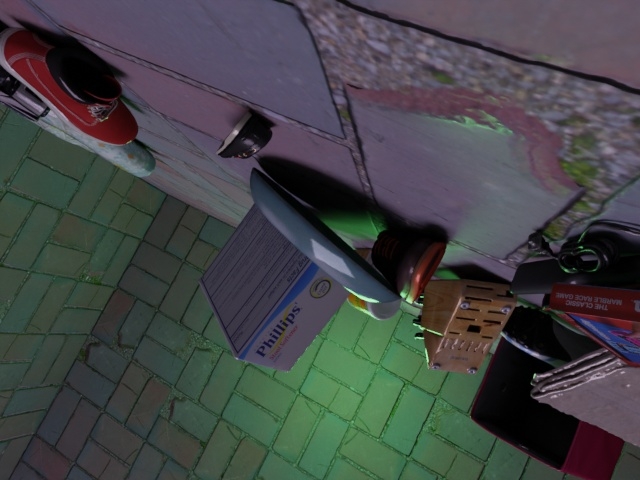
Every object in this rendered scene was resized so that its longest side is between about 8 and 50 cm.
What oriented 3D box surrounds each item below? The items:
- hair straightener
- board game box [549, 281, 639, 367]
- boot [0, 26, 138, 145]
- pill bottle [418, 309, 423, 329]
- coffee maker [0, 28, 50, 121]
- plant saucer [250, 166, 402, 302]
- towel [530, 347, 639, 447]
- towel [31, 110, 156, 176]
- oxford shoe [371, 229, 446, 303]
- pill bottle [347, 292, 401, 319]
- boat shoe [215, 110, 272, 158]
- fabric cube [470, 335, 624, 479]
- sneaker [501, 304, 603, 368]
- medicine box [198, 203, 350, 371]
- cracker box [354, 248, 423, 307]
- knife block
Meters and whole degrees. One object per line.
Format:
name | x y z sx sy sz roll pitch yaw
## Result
hair straightener | 0.226 0.028 0.401 0.089 0.047 0.230 26 174 3
board game box | 0.329 0.095 0.401 0.145 0.027 0.281 1 161 47
boot | -0.331 -0.205 0.680 0.176 0.088 0.244 23 169 23
pill bottle | 0.370 0.230 1.227 0.180 0.108 0.108 22 173 39
coffee maker | -0.518 -0.289 0.720 0.178 0.120 0.171 34 -166 -44
plant saucer | 0.000 0.000 0.736 0.318 0.043 0.317 41 -175 -4
towel | 0.485 0.242 0.670 0.282 0.049 0.187 27 140 -8
towel | -0.677 -0.312 1.240 0.375 0.090 0.320 23 173 34
oxford shoe | 0.121 0.032 0.690 0.098 0.096 0.271 32 175 7
pill bottle | 0.179 0.202 1.679 0.136 0.136 0.246 30 174 -25
boat shoe | -0.095 -0.118 0.545 0.042 0.049 0.133 38 166 -19
fabric cube | 0.587 0.413 1.124 0.258 0.259 0.254 30 172 -32
sneaker | 0.405 0.185 0.753 0.237 0.085 0.086 24 150 15
medicine box | -0.103 0.086 0.986 0.149 0.263 0.289 31 -170 -41
cracker box | 0.184 0.101 1.123 0.232 0.067 0.156 28 173 -9
knife block | 0.244 0.108 0.833 0.088 0.242 0.275 7 129 -2
